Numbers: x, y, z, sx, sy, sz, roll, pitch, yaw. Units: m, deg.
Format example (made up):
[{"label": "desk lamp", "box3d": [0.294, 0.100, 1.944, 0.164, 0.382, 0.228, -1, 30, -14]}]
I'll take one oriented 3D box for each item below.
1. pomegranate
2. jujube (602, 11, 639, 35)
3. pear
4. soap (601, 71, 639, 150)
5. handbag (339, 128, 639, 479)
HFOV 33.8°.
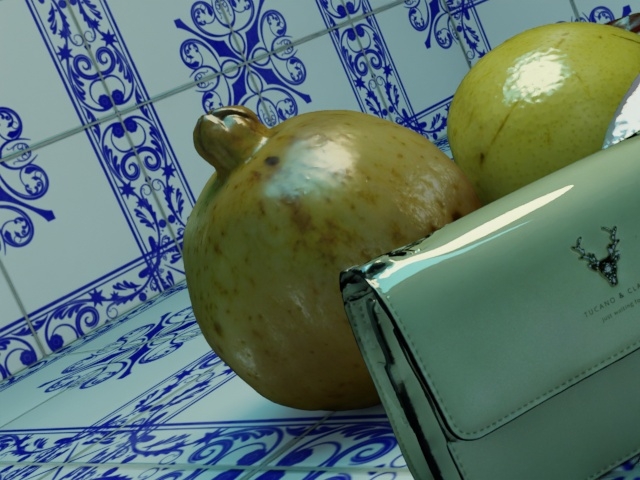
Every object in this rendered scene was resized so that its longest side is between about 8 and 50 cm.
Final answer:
[{"label": "pomegranate", "box3d": [0.000, 0.000, 1.258, 0.410, 0.410, 0.410, -23, 8, 4]}, {"label": "jujube", "box3d": [0.572, -0.268, 1.925, 0.377, 0.276, 0.276, -21, 9, 22]}, {"label": "pear", "box3d": [0.326, -0.116, 1.380, 0.348, 0.348, 0.348, -23, 8, 4]}, {"label": "soap", "box3d": [0.484, -0.152, 1.103, 0.261, 0.156, 0.446, 29, 82, 47]}, {"label": "handbag", "box3d": [0.223, 0.057, 0.903, 0.359, 0.236, 0.160, -26, 7, -15]}]
